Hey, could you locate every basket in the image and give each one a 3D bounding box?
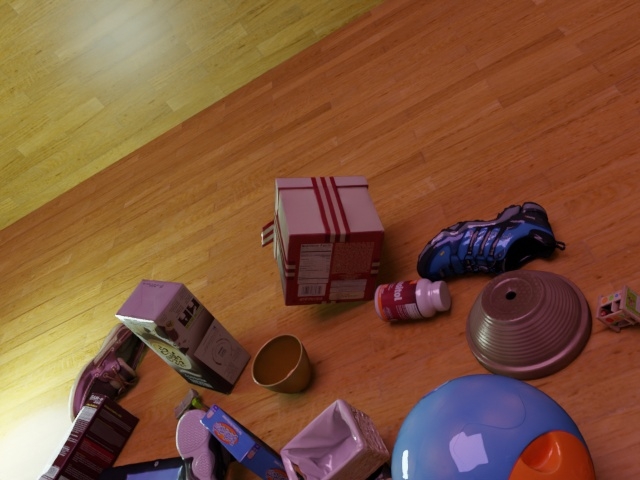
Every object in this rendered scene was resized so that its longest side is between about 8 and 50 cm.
[{"bbox_3d":[0.028,0.395,1.133,0.167,0.103,0.113,-44,43,13],"label":"basket"}]

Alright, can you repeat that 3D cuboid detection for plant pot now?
[{"bbox_3d":[-0.075,0.295,1.398,0.134,0.095,0.134,-22,39,20],"label":"plant pot"},{"bbox_3d":[0.380,0.137,1.170,0.237,0.109,0.237,-23,40,21],"label":"plant pot"}]

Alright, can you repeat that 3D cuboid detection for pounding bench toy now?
[{"bbox_3d":[0.542,0.131,1.090,0.065,0.083,0.052,-44,16,54],"label":"pounding bench toy"}]

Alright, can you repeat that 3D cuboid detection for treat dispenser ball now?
[{"bbox_3d":[0.249,0.343,0.904,0.288,0.288,0.288,-23,39,20],"label":"treat dispenser ball"}]

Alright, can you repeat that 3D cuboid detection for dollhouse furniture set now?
[{"bbox_3d":[-0.311,0.430,1.516,0.076,0.058,0.152,-52,18,-7],"label":"dollhouse furniture set"}]

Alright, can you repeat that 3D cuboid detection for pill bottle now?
[{"bbox_3d":[0.203,0.130,1.348,0.152,0.086,0.086,-12,44,31],"label":"pill bottle"}]

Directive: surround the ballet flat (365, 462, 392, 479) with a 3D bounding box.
[{"bbox_3d":[0.087,0.417,1.164,0.057,0.049,0.173,-38,36,-5],"label":"ballet flat"}]

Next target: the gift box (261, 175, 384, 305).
[{"bbox_3d":[-0.004,0.003,1.494,0.255,0.276,0.258,1,39,-13],"label":"gift box"}]

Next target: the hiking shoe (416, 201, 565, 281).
[{"bbox_3d":[0.349,0.022,1.315,0.304,0.113,0.132,-26,37,16],"label":"hiking shoe"}]

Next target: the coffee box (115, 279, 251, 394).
[{"bbox_3d":[-0.331,0.237,1.508,0.168,0.297,0.119,0,47,42],"label":"coffee box"}]

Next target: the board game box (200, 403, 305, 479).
[{"bbox_3d":[-0.123,0.421,1.205,0.047,0.210,0.160,-50,37,-15],"label":"board game box"}]

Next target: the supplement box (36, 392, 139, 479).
[{"bbox_3d":[-0.582,0.525,1.552,0.073,0.130,0.239,-2,48,40],"label":"supplement box"}]

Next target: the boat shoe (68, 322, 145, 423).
[{"bbox_3d":[-0.582,0.370,1.736,0.123,0.123,0.342,-14,36,32],"label":"boat shoe"}]

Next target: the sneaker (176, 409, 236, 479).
[{"bbox_3d":[-0.219,0.485,1.268,0.101,0.153,0.268,-11,75,23],"label":"sneaker"}]

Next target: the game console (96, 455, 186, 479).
[{"bbox_3d":[-0.402,0.637,1.338,0.387,0.060,0.342,-17,41,26],"label":"game console"}]
